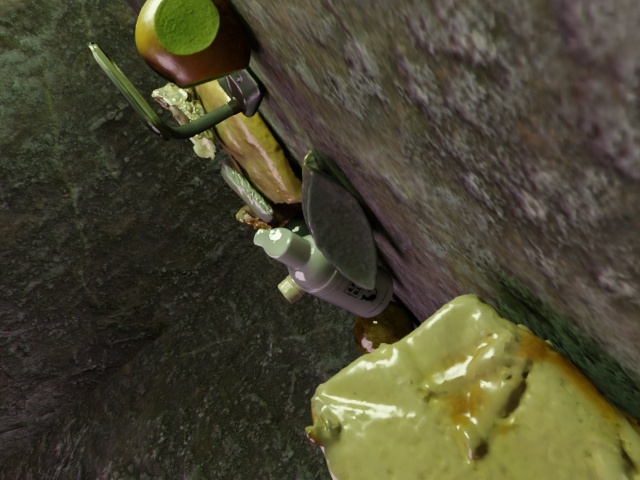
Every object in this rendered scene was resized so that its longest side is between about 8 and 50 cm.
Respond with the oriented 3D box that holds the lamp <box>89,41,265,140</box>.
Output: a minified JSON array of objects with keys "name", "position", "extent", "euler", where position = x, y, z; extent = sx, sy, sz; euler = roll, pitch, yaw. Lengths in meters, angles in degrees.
[{"name":"lamp","position":[-0.254,-0.282,0.804],"extent":[0.203,0.283,0.124],"euler":[53,138,-3]}]

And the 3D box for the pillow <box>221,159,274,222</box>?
[{"name":"pillow","position":[-0.223,-0.146,1.361],"extent":[0.229,0.051,0.128],"euler":[46,165,3]}]

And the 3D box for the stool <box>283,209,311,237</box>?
[{"name":"stool","position":[0.000,0.000,1.398],"extent":[0.232,0.141,0.232],"euler":[51,177,4]}]

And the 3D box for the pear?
[{"name":"pear","position":[0.206,0.288,1.392],"extent":[0.197,0.197,0.197],"euler":[50,177,4]}]

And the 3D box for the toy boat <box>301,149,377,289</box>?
[{"name":"toy boat","position":[0.024,-0.053,0.905],"extent":[0.276,0.111,0.293],"euler":[61,-178,-28]}]

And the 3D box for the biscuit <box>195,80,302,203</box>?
[{"name":"biscuit","position":[-0.216,-0.274,1.286],"extent":[0.429,0.104,0.446],"euler":[36,161,55]}]

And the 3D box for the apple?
[{"name":"apple","position":[-0.196,-0.301,0.678],"extent":[0.163,0.147,0.146],"euler":[49,178,-8]}]

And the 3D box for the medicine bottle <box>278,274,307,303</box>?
[{"name":"medicine bottle","position":[-0.001,0.071,1.214],"extent":[0.114,0.252,0.114],"euler":[50,176,5]}]

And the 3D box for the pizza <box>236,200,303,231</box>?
[{"name":"pizza","position":[-0.144,-0.083,1.508],"extent":[0.085,0.305,0.161],"euler":[-47,57,45]}]

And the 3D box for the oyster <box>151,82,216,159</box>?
[{"name":"oyster","position":[-0.356,-0.341,1.234],"extent":[0.233,0.107,0.161],"euler":[49,154,-3]}]

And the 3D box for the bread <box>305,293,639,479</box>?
[{"name":"bread","position":[0.217,0.287,0.497],"extent":[0.390,0.279,0.371],"euler":[48,177,41]}]

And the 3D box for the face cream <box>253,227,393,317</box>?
[{"name":"face cream","position":[0.012,0.066,1.046],"extent":[0.369,0.145,0.145],"euler":[29,-168,-41]}]
